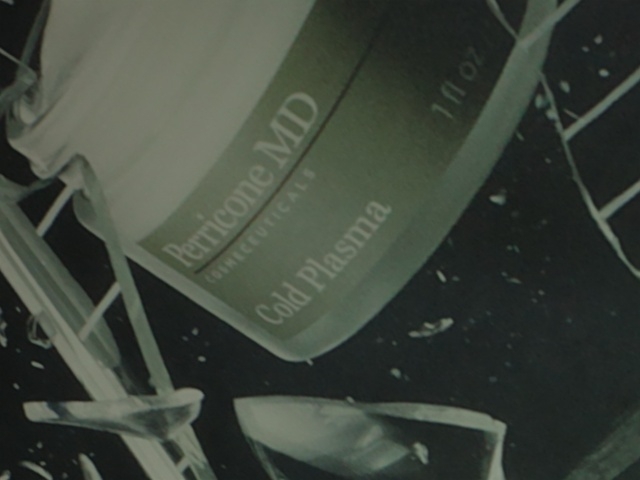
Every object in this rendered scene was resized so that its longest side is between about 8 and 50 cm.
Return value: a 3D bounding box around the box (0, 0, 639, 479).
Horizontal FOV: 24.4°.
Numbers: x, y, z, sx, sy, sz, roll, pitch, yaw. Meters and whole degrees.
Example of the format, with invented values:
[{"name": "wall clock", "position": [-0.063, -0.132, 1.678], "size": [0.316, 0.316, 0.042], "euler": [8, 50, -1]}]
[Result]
[{"name": "box", "position": [0.000, 0.000, 0.695], "size": [0.472, 0.297, 0.480], "euler": [42, 115, 0]}]
